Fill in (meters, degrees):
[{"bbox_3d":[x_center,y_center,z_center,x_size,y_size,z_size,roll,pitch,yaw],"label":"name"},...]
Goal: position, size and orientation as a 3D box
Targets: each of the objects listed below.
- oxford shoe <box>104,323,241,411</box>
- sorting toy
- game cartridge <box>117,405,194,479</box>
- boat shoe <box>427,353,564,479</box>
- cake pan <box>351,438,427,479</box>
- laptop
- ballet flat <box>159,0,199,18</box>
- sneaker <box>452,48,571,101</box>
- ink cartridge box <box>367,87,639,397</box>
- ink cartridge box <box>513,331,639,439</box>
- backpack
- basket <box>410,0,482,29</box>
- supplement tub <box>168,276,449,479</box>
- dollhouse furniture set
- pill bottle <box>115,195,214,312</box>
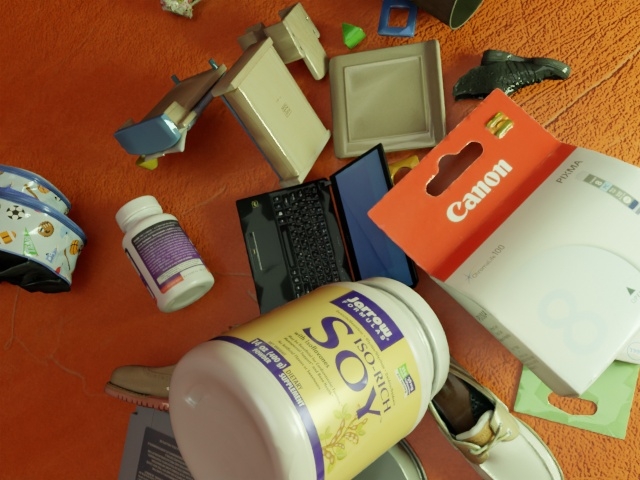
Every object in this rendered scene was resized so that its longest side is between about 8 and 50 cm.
[{"bbox_3d":[-0.163,0.214,1.100,0.397,0.140,0.146,0,81,4],"label":"oxford shoe"},{"bbox_3d":[0.113,-0.233,1.113,0.196,0.047,0.347,-6,82,19],"label":"sorting toy"},{"bbox_3d":[-0.219,0.394,1.087,0.297,0.062,0.198,9,91,36],"label":"game cartridge"},{"bbox_3d":[0.239,0.286,0.993,0.302,0.103,0.113,44,96,15],"label":"boat shoe"},{"bbox_3d":[0.029,0.425,1.061,0.293,0.054,0.293,-2,84,15],"label":"cake pan"},{"bbox_3d":[0.000,0.000,1.067,0.264,0.136,0.234,-14,80,3],"label":"laptop"},{"bbox_3d":[-0.211,-0.520,1.220,0.077,0.091,0.241,34,99,-15],"label":"ballet flat"},{"bbox_3d":[0.307,-0.255,1.061,0.170,0.051,0.089,18,89,21],"label":"sneaker"},{"bbox_3d":[0.308,-0.021,0.938,0.308,0.091,0.385,-44,78,-10],"label":"ink cartridge box"},{"bbox_3d":[0.400,0.166,0.990,0.171,0.056,0.235,12,86,15],"label":"ink cartridge box"},{"bbox_3d":[-0.559,-0.013,1.174,0.263,0.276,0.213,17,76,13],"label":"backpack"},{"bbox_3d":[0.157,-0.459,1.040,0.227,0.204,0.154,33,131,12],"label":"basket"},{"bbox_3d":[-0.004,0.195,0.872,0.241,0.331,0.241,19,119,39],"label":"supplement tub"},{"bbox_3d":[-0.155,-0.221,1.165,0.303,0.198,0.286,-9,39,38],"label":"dollhouse furniture set"},{"bbox_3d":[-0.280,0.021,1.157,0.108,0.108,0.193,-36,77,9],"label":"pill bottle"}]
